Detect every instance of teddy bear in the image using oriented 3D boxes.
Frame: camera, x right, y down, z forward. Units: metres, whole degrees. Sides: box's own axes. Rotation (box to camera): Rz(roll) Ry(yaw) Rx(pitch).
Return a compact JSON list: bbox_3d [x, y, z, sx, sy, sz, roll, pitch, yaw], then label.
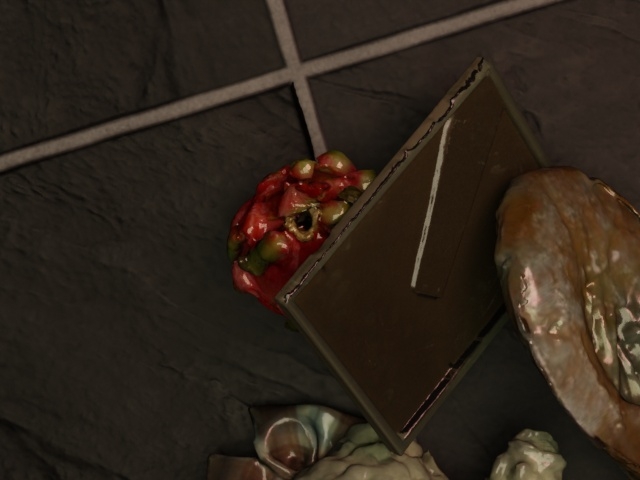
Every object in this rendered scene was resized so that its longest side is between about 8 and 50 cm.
[{"bbox_3d":[0.104,0.294,1.571,0.362,0.375,0.327,40,79,-15],"label":"teddy bear"}]

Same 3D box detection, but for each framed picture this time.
[{"bbox_3d":[0.104,0.015,1.594,0.289,0.016,0.213,-50,127,-19],"label":"framed picture"}]

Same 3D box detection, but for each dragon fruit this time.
[{"bbox_3d":[0.000,0.000,1.621,0.166,0.172,0.160,-7,88,6],"label":"dragon fruit"}]

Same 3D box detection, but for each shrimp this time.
[{"bbox_3d":[0.282,0.136,1.605,0.110,0.221,0.445,-25,97,40],"label":"shrimp"}]
